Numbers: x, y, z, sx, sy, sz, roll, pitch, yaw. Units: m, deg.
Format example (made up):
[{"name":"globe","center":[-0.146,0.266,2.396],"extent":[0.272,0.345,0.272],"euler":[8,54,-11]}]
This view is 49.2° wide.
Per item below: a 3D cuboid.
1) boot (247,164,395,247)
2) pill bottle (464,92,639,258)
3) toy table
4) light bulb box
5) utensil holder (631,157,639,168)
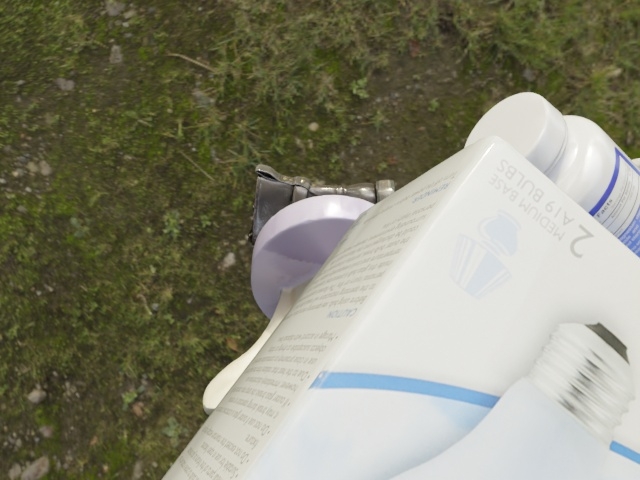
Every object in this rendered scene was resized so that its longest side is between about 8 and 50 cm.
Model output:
[{"name":"boot","center":[0.000,0.000,1.108],"extent":[0.229,0.091,0.263],"euler":[1,120,1]},{"name":"pill bottle","center":[0.293,-0.048,0.811],"extent":[0.272,0.152,0.152],"euler":[33,81,-28]},{"name":"toy table","center":[0.011,0.098,0.716],"extent":[0.274,0.252,0.161],"euler":[66,20,-56]},{"name":"light bulb box","center":[0.095,0.200,0.452],"extent":[0.358,0.225,0.361],"euler":[39,72,-5]},{"name":"utensil holder","center":[0.556,0.099,1.202],"extent":[0.327,0.327,0.385],"euler":[-37,105,-21]}]
